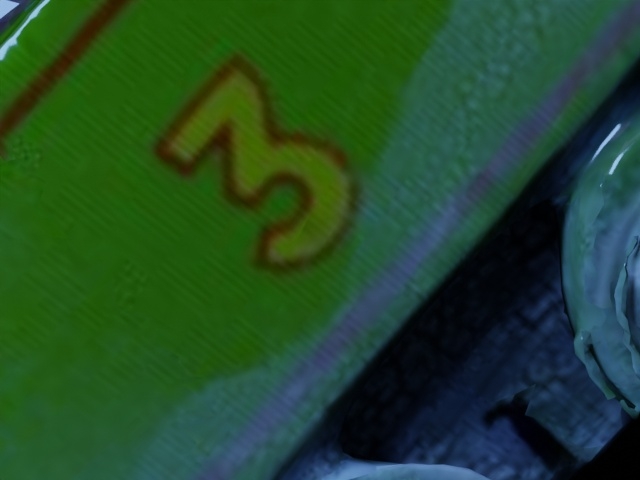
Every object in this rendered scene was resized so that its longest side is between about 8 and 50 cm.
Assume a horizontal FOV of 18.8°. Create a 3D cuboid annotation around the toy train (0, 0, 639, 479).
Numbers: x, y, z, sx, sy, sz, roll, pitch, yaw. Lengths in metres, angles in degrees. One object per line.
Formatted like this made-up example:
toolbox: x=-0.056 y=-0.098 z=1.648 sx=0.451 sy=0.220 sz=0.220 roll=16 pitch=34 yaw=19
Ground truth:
toy train: x=0.000 y=0.000 z=0.528 sx=0.307 sy=0.249 sz=0.173 roll=-48 pitch=19 yaw=1
